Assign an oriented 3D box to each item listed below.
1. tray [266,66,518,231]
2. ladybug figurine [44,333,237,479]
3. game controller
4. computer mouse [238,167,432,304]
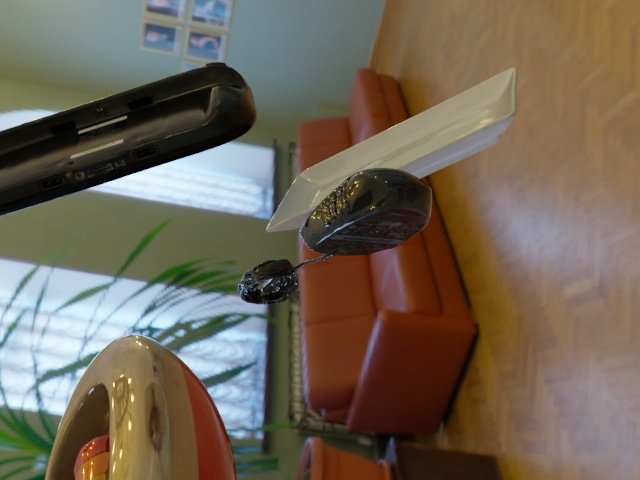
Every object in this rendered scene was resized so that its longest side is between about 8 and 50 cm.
[{"bbox_3d":[0.077,-0.083,0.837,0.030,0.271,0.145,57,-154,-19],"label":"tray"},{"bbox_3d":[-0.195,0.302,0.911,0.305,0.162,0.449,-52,31,28],"label":"ladybug figurine"},{"bbox_3d":[-0.223,-0.102,0.875,0.166,0.319,0.067,-107,-1,-52],"label":"game controller"},{"bbox_3d":[0.000,0.000,0.641,0.242,0.071,0.041,-32,59,50],"label":"computer mouse"}]
